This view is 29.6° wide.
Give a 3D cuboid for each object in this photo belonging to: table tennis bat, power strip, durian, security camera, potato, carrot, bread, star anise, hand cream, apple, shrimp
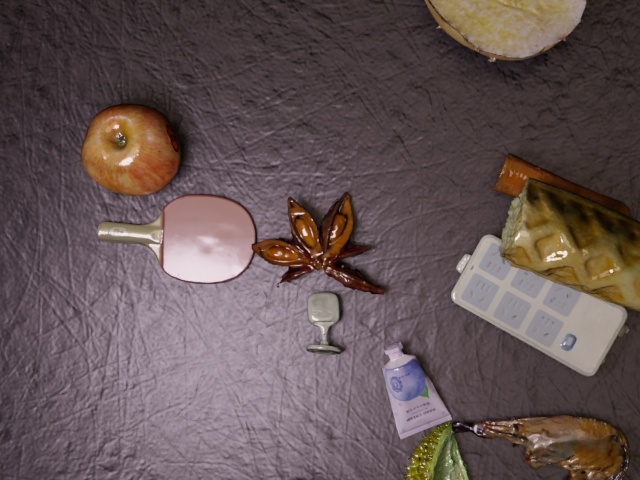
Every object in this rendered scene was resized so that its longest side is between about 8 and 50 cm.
[{"bbox_3d":[-0.221,-0.005,1.870,0.246,0.022,0.138,5,88,3],"label":"table tennis bat"},{"bbox_3d":[0.326,0.097,1.801,0.270,0.046,0.118,29,91,5],"label":"power strip"},{"bbox_3d":[0.182,0.381,1.792,0.100,0.086,0.215,-11,88,-9],"label":"durian"},{"bbox_3d":[0.007,0.124,1.833,0.058,0.058,0.092,3,76,5],"label":"security camera"},{"bbox_3d":[0.265,-0.384,1.789,0.239,0.116,0.299,-33,74,-2],"label":"potato"},{"bbox_3d":[0.365,-0.068,1.798,0.209,0.061,0.061,20,90,2],"label":"carrot"},{"bbox_3d":[0.390,0.014,1.733,0.267,0.152,0.130,21,123,-6],"label":"bread"},{"bbox_3d":[0.000,-0.001,1.830,0.212,0.053,0.157,6,89,7],"label":"star anise"},{"bbox_3d":[0.134,0.222,1.816,0.084,0.053,0.142,-22,96,4],"label":"hand cream"},{"bbox_3d":[-0.287,-0.137,1.823,0.146,0.131,0.146,-1,84,9],"label":"apple"},{"bbox_3d":[0.324,0.316,1.785,0.262,0.066,0.117,0,89,9],"label":"shrimp"}]
